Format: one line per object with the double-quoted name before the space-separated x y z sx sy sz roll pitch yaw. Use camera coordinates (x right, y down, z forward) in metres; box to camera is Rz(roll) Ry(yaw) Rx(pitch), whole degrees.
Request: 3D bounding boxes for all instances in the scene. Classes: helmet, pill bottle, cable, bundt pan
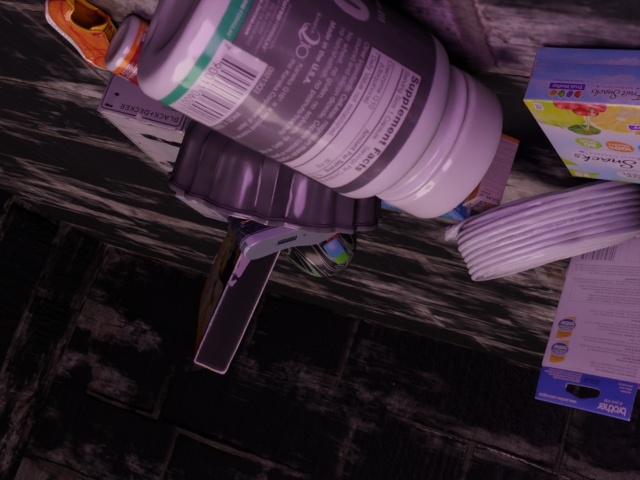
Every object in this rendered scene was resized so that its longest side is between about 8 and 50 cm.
"helmet" 0.000 0.000 1.845 0.161 0.169 0.169 37 167 -5
"pill bottle" -0.223 -0.250 1.223 0.152 0.086 0.086 25 167 -30
"cable" 0.313 -0.014 1.158 0.257 0.089 0.257 -13 174 -5
"bundt pan" -0.056 -0.118 1.266 0.330 0.124 0.331 11 -164 -3
"pill bottle" 0.007 -0.170 0.914 0.361 0.204 0.204 25 167 -27

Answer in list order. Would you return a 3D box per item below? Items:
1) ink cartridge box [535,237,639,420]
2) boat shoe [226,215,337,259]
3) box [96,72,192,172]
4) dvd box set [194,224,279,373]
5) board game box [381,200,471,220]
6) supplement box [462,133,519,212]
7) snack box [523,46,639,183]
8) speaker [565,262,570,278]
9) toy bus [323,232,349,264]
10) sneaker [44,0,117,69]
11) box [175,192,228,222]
"ink cartridge box" 0.424 0.097 1.212 0.065 0.311 0.185 26 167 -27
"boat shoe" -0.050 -0.035 1.303 0.183 0.083 0.065 -15 150 -27
"box" -0.252 -0.195 1.528 0.169 0.087 0.290 16 169 18
"dvd box set" -0.140 0.030 1.551 0.062 0.308 0.420 23 -172 -10
"board game box" 0.136 -0.094 1.457 0.210 0.047 0.160 11 167 33
"supplement box" 0.234 -0.092 1.174 0.036 0.099 0.062 21 168 -5
"snack box" 0.337 -0.127 0.917 0.174 0.070 0.207 11 168 35
"speaker" 0.519 0.066 1.562 0.055 0.055 0.136 26 167 -30
"toy bus" 0.021 -0.075 1.603 0.191 0.104 0.202 56 -173 -22
"sneaker" -0.322 -0.296 1.235 0.067 0.064 0.175 2 165 26
"box" -0.214 -0.117 1.733 0.072 0.126 0.137 13 168 27
